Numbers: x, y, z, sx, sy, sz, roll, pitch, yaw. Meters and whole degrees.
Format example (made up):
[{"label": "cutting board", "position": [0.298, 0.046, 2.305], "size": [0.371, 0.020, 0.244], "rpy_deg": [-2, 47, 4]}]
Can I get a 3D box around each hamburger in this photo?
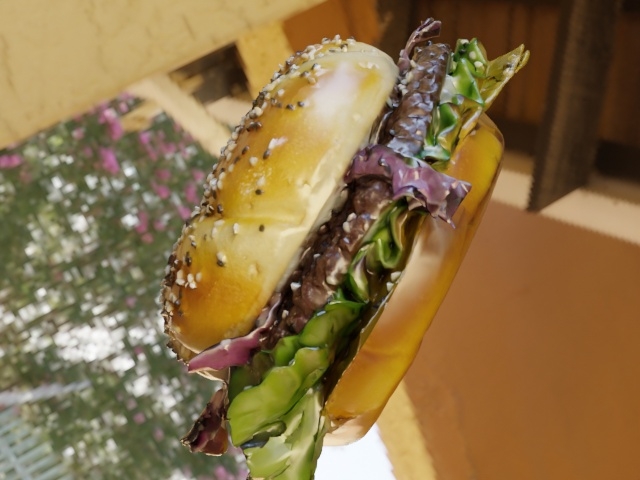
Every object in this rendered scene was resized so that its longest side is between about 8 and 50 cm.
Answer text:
[{"label": "hamburger", "position": [0.000, 0.001, 0.493], "size": [0.093, 0.189, 0.164], "rpy_deg": [25, -47, -1]}]
